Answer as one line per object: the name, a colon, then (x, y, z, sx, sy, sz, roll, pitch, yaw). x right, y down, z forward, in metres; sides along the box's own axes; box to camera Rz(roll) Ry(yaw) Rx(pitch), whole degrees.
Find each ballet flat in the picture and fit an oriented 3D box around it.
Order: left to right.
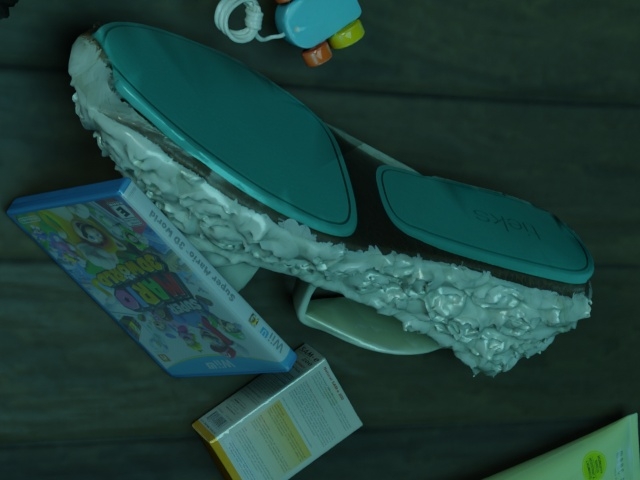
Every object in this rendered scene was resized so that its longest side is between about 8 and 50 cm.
ballet flat: (0.000, 0.000, 1.147, 0.409, 0.147, 0.147, 23, 94, -29)

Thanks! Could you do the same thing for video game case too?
video game case: (-0.105, 0.027, 1.107, 0.166, 0.119, 0.015, 48, 55, -29)

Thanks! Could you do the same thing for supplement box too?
supplement box: (-0.029, 0.125, 1.216, 0.098, 0.036, 0.062, -34, 116, -13)

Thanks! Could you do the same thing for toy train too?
toy train: (-0.009, -0.196, 1.128, 0.125, 0.046, 0.166, 19, 93, -28)

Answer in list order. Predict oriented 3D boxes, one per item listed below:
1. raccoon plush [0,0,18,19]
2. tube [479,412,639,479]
raccoon plush: (-0.215, -0.328, 0.949, 0.216, 0.299, 0.446, 20, 126, -43)
tube: (0.141, 0.201, 1.311, 0.240, 0.062, 0.070, -15, 151, -26)
